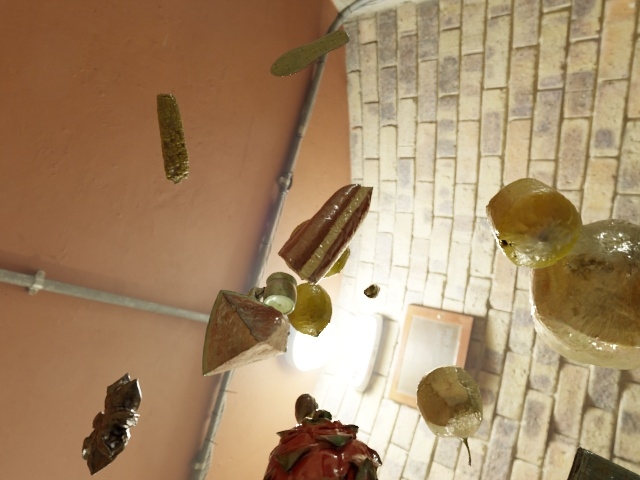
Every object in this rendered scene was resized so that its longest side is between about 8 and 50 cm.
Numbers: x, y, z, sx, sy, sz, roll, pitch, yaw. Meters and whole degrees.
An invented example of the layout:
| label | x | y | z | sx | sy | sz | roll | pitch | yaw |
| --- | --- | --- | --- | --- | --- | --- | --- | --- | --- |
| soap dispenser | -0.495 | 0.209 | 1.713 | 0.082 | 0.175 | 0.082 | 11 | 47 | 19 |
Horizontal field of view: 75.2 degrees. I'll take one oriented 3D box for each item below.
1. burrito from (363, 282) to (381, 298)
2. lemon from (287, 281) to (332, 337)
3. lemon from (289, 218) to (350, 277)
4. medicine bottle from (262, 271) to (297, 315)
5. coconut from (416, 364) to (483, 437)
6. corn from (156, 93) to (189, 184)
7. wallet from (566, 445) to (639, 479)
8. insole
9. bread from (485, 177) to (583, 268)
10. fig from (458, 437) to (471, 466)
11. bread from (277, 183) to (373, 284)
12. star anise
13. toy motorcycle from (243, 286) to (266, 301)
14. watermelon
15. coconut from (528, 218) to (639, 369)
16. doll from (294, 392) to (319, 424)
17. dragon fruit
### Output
| label | x | y | z | sx | sy | sz | roll | pitch | yaw |
| --- | --- | --- | --- | --- | --- | --- | --- | --- | --- |
| burrito | 0.224 | 0.224 | 1.805 | 0.082 | 0.059 | 0.275 | -48 | -12 | 2 |
| lemon | -0.059 | 0.365 | 2.200 | 0.253 | 0.253 | 0.311 | 29 | -141 | -53 |
| lemon | -0.007 | 0.035 | 1.806 | 0.261 | 0.260 | 0.284 | -66 | -24 | -21 |
| medicine bottle | -0.173 | 0.229 | 1.801 | 0.143 | 0.147 | 0.147 | -87 | -22 | -49 |
| coconut | 0.352 | 0.441 | 1.132 | 0.194 | 0.194 | 0.195 | -15 | -72 | -52 |
| corn | -0.537 | -0.366 | 1.509 | 0.097 | 0.096 | 0.320 | -20 | -71 | -51 |
| wallet | 0.329 | 0.324 | 0.484 | 0.129 | 0.088 | 0.026 | -60 | -24 | -14 |
| insole | -0.040 | -0.687 | 1.522 | 0.322 | 0.109 | 0.007 | -28 | -20 | -4 |
| bread | 0.506 | -0.045 | 1.003 | 0.171 | 0.196 | 0.197 | -89 | -14 | -59 |
| fig | 0.415 | 0.582 | 1.263 | 0.093 | 0.093 | 0.166 | 18 | -107 | -54 |
| bread | 0.001 | 0.000 | 0.581 | 0.067 | 0.119 | 0.192 | 45 | -127 | -7 |
| star anise | -0.675 | 0.585 | 1.354 | 0.108 | 0.315 | 0.316 | 26 | -105 | -34 |
| toy motorcycle | -0.328 | 0.282 | 1.881 | 0.229 | 0.151 | 0.074 | -46 | -68 | -3 |
| watermelon | -0.238 | 0.343 | 1.351 | 0.293 | 0.282 | 0.251 | -109 | 32 | -69 |
| coconut | 0.759 | 0.129 | 1.102 | 0.404 | 0.404 | 0.406 | -15 | -72 | -52 |
| doll | -0.049 | 0.680 | 1.595 | 0.145 | 0.096 | 0.188 | 94 | 169 | -45 |
| dragon fruit | 0.003 | 0.389 | 0.618 | 0.274 | 0.192 | 0.193 | -91 | 19 | -49 |
